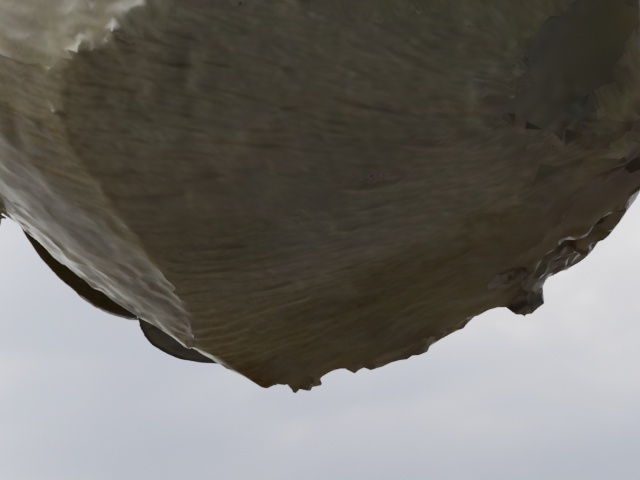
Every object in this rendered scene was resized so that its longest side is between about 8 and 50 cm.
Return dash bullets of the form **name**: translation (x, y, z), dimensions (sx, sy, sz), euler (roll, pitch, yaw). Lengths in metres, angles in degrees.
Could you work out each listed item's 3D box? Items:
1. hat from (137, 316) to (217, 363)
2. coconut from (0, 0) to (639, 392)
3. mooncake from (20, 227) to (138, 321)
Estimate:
- **hat**: translation (0.000, 0.000, 1.177), dimensions (0.245, 0.149, 0.214), euler (12, -26, -15)
- **coconut**: translation (-0.008, -0.122, 0.670), dimensions (0.346, 0.346, 0.360), euler (17, 19, -45)
- **mooncake**: translation (-0.163, -0.057, 1.335), dimensions (0.117, 0.235, 0.235), euler (-18, -24, 34)
